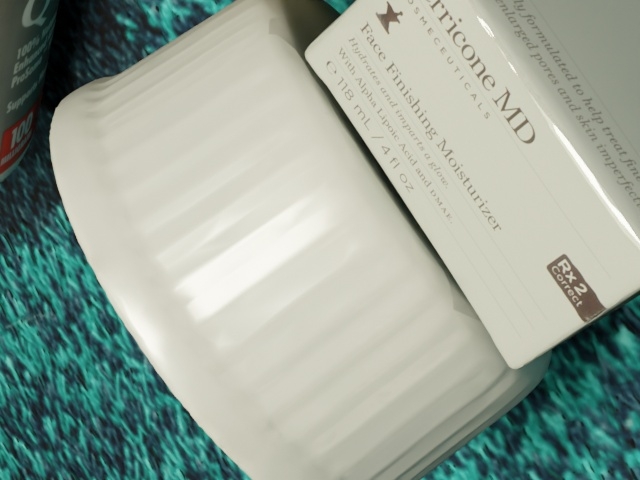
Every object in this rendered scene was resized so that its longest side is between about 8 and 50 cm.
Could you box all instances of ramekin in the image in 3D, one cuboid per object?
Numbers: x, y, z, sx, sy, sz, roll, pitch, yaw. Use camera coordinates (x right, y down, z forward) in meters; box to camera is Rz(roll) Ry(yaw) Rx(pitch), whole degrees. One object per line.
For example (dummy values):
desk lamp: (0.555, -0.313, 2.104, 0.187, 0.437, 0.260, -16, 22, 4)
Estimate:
ramekin: (0.000, 0.000, 1.017, 0.135, 0.277, 0.277, -36, 83, 15)

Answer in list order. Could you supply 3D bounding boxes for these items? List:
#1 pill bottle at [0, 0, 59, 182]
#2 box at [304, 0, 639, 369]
pill bottle: (-0.257, -0.208, 1.221, 0.210, 0.210, 0.363, 42, 137, 23)
box: (0.125, -0.069, 0.905, 0.181, 0.182, 0.119, 57, 142, 7)
